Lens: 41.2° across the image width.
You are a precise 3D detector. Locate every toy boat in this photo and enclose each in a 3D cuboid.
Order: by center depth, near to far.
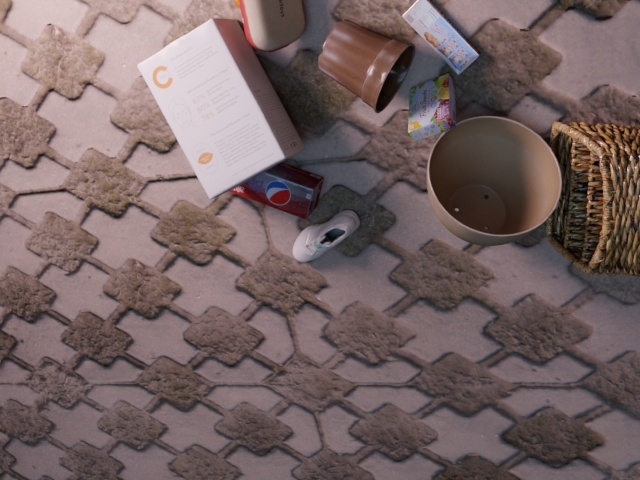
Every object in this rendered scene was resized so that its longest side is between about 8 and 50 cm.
[{"bbox_3d":[-0.135,-0.540,1.886,0.151,0.151,0.231,19,127,45],"label":"toy boat"}]

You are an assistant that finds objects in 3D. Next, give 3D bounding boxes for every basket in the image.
[{"bbox_3d":[0.583,-0.081,1.797,0.222,0.213,0.299,6,119,17],"label":"basket"}]

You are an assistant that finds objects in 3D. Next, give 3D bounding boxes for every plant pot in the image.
[{"bbox_3d":[0.094,-0.390,1.858,0.165,0.167,0.167,31,124,13],"label":"plant pot"},{"bbox_3d":[0.362,-0.101,1.866,0.284,0.284,0.191,23,158,8],"label":"plant pot"}]

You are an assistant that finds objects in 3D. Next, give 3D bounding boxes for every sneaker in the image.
[{"bbox_3d":[0.000,0.000,2.133,0.212,0.094,0.080,-35,102,32],"label":"sneaker"}]

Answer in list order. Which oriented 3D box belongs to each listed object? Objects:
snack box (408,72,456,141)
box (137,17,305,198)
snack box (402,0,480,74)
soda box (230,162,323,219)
[{"bbox_3d":[0.243,-0.290,1.857,0.100,0.141,0.037,-20,134,28],"label":"snack box"},{"bbox_3d":[-0.223,-0.304,1.956,0.214,0.168,0.345,-26,95,19],"label":"box"},{"bbox_3d":[0.261,-0.444,1.838,0.178,0.022,0.064,45,122,-6],"label":"snack box"},{"bbox_3d":[-0.132,-0.147,2.110,0.263,0.083,0.092,21,121,10],"label":"soda box"}]
